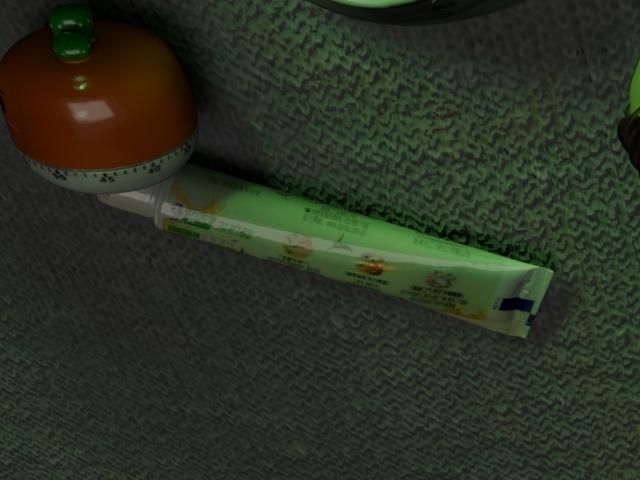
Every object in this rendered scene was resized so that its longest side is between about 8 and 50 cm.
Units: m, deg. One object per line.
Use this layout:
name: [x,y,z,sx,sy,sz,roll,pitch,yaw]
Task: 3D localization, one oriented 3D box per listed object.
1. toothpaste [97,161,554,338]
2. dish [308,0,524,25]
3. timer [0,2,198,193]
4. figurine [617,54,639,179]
toothpaste: [0.000,0.000,1.100,0.314,0.058,0.056,17,94,3]
dish: [0.028,-0.202,0.855,0.260,0.085,0.260,13,136,13]
timer: [-0.148,-0.097,1.030,0.136,0.099,0.136,4,138,4]
figurine: [0.191,-0.132,0.679,0.187,0.315,0.168,-18,124,36]
